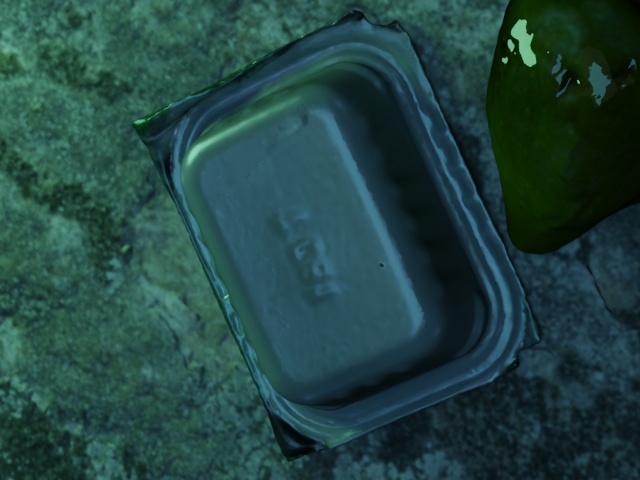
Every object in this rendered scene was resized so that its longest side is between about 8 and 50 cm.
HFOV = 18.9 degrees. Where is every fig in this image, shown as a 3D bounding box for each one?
[{"bbox_3d":[0.205,-0.085,1.503,0.206,0.206,0.275,38,129,12],"label":"fig"}]

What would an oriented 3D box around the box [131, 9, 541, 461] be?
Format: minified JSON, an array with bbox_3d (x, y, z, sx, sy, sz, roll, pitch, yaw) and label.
[{"bbox_3d":[0.000,0.000,1.614,0.264,0.106,0.337,-26,86,21],"label":"box"}]
